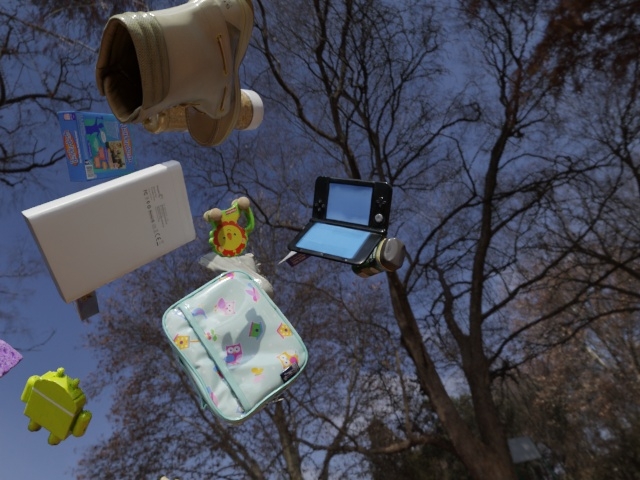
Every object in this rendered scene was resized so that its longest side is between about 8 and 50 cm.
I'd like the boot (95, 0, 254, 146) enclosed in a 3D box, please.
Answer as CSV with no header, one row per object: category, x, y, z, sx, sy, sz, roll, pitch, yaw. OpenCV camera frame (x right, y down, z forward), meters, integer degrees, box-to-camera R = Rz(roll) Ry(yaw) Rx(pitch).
boot,-0.159,-0.164,0.453,0.077,0.165,0.213,36,-39,4

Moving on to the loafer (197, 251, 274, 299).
loafer,-0.217,0.085,1.094,0.111,0.319,0.112,-36,-54,-29

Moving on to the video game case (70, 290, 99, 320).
video game case,-0.748,0.072,1.201,0.061,0.244,0.270,-30,-21,-38

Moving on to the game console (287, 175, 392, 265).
game console,0.025,-0.032,0.554,0.071,0.122,0.108,-8,-73,-57

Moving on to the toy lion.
toy lion,-0.162,-0.020,0.750,0.100,0.034,0.096,-31,-77,-38

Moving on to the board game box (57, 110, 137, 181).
board game box,-0.554,-0.239,1.035,0.047,0.210,0.160,0,-76,10

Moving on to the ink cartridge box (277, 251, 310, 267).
ink cartridge box,0.000,0.000,1.234,0.223,0.224,0.045,-32,-83,27

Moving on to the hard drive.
hard drive,-0.479,-0.031,0.989,0.353,0.047,0.233,-34,-44,-40

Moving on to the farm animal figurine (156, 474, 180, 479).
farm animal figurine,-0.375,0.640,0.750,0.326,0.172,0.331,15,-97,-39

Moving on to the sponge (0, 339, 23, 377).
sponge,-0.397,0.070,0.381,0.117,0.031,0.210,-27,-67,27

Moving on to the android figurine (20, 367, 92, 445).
android figurine,-0.863,0.538,1.333,0.248,0.056,0.273,30,-73,5

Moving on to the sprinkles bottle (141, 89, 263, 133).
sprinkles bottle,-0.322,-0.366,1.146,0.355,0.121,0.121,-22,-34,-50

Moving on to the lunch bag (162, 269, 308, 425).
lunch bag,-0.173,0.216,0.825,0.224,0.279,0.108,-31,-16,-31

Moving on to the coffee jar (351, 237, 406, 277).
coffee jar,0.177,0.054,1.243,0.079,0.096,0.184,30,-27,-22

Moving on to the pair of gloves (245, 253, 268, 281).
pair of gloves,-0.229,0.164,1.455,0.042,0.240,0.204,-12,-73,-22
